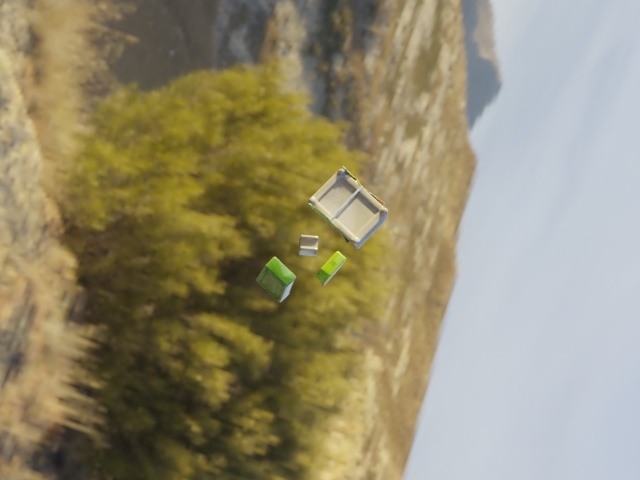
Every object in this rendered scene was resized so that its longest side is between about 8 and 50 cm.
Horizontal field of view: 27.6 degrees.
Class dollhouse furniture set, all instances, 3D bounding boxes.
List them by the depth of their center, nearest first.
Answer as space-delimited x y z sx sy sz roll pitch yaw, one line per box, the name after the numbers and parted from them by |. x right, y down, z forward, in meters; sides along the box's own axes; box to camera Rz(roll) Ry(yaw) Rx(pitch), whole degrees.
0.000 0.000 1.425 0.151 0.076 0.058 -46 175 -20 | dollhouse furniture set
